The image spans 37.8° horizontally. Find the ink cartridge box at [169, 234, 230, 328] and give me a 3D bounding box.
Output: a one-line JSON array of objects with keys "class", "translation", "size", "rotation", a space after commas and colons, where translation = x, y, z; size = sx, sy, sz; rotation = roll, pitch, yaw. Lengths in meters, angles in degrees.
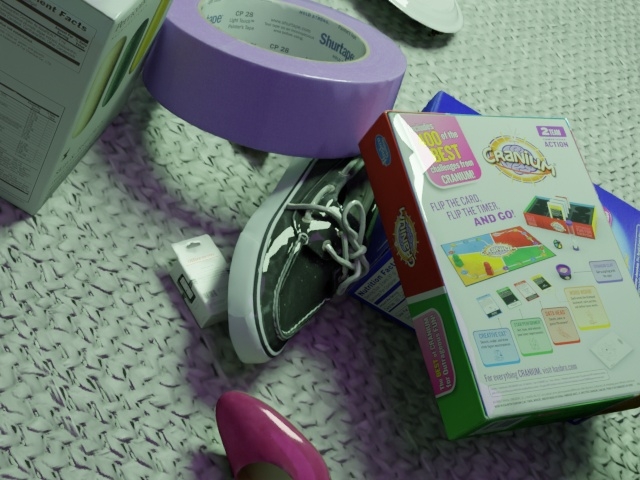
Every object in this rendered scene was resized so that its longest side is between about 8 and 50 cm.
[{"class": "ink cartridge box", "translation": [-0.112, 0.039, 0.908], "size": [0.048, 0.028, 0.083], "rotation": [-17, 67, -40]}]

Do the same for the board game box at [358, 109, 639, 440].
[{"class": "board game box", "translation": [0.192, 0.022, 0.927], "size": [0.242, 0.064, 0.316], "rotation": [-2, 64, -29]}]

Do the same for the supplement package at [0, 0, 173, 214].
[{"class": "supplement package", "translation": [-0.261, -0.205, 0.837], "size": [0.198, 0.262, 0.199], "rotation": [32, 46, -7]}]

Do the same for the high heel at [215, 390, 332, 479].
[{"class": "high heel", "translation": [-0.038, 0.243, 0.762], "size": [0.117, 0.082, 0.244], "rotation": [-24, 84, -52]}]

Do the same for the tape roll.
[{"class": "tape roll", "translation": [-0.049, -0.191, 1.014], "size": [0.275, 0.090, 0.274], "rotation": [13, 28, -7]}]

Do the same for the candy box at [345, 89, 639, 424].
[{"class": "candy box", "translation": [0.213, 0.015, 1.067], "size": [0.317, 0.122, 0.268], "rotation": [31, 48, -9]}]

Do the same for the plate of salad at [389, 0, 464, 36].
[{"class": "plate of salad", "translation": [0.125, -0.368, 1.363], "size": [0.200, 0.048, 0.199], "rotation": [26, 38, -23]}]

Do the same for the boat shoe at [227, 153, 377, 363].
[{"class": "boat shoe", "translation": [0.001, 0.003, 0.935], "size": [0.105, 0.113, 0.306], "rotation": [-2, 32, 23]}]
